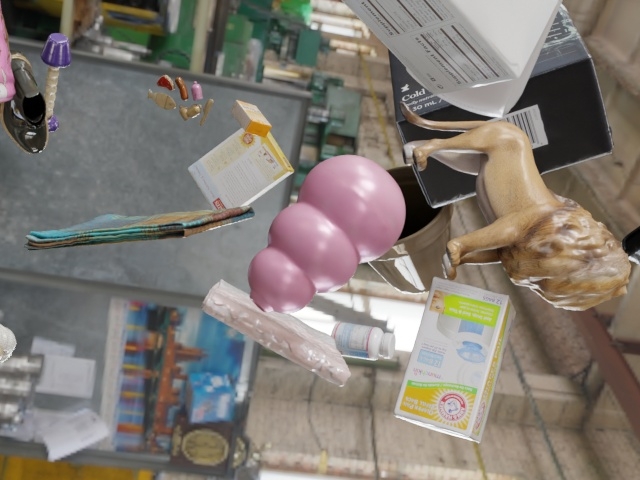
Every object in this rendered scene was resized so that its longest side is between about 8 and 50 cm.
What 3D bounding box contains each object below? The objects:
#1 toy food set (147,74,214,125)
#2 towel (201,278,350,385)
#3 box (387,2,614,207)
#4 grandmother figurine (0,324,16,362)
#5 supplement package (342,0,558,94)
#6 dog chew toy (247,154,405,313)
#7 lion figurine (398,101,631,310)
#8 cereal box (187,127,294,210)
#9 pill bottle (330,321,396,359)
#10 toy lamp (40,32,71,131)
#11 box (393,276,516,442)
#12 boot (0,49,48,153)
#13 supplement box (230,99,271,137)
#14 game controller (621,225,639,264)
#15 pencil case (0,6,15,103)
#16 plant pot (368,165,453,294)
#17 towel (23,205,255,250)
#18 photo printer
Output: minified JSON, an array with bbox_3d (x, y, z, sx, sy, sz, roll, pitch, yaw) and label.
[{"bbox_3d":[-0.259,-0.271,1.556,0.077,0.122,0.019,-60,176,24],"label":"toy food set"},{"bbox_3d":[-0.097,0.190,1.803,0.053,0.332,0.317,-61,-175,2],"label":"towel"},{"bbox_3d":[0.450,-0.392,2.176,0.471,0.480,0.297,-89,156,-52],"label":"box"},{"bbox_3d":[-0.677,0.242,1.460,0.208,0.104,0.342,-30,-175,31],"label":"grandmother figurine"},{"bbox_3d":[0.170,-0.340,0.959,0.145,0.204,0.261,0,-124,56],"label":"supplement package"},{"bbox_3d":[0.000,0.000,1.513,0.332,0.206,0.206,-46,180,-13],"label":"dog chew toy"},{"bbox_3d":[0.270,-0.069,1.195,0.142,0.240,0.392,77,-2,-66],"label":"lion figurine"},{"bbox_3d":[-0.212,-0.186,2.191,0.173,0.240,0.047,59,16,7],"label":"cereal box"},{"bbox_3d":[0.112,0.266,2.170,0.087,0.160,0.087,6,90,-69],"label":"pill bottle"},{"bbox_3d":[-0.700,-0.412,2.166,0.080,0.080,0.274,-90,-162,-48],"label":"toy lamp"},{"bbox_3d":[0.193,0.171,1.173,0.203,0.114,0.103,-71,157,-11],"label":"box"},{"bbox_3d":[-0.487,-0.199,1.386,0.137,0.077,0.197,50,-24,37],"label":"boot"},{"bbox_3d":[-0.169,-0.295,2.008,0.036,0.062,0.098,-57,-134,23],"label":"supplement box"},{"bbox_3d":[0.574,-0.034,1.173,0.319,0.167,0.067,123,-37,-62],"label":"game controller"},{"bbox_3d":[-0.555,-0.370,1.197,0.160,0.167,0.385,-133,-146,-69],"label":"pencil case"},{"bbox_3d":[0.245,-0.003,2.359,0.323,0.323,0.280,-90,160,-49],"label":"plant pot"},{"bbox_3d":[-0.352,-0.030,1.635,0.271,0.371,0.040,-24,108,-64],"label":"towel"},{"bbox_3d":[0.315,-0.409,1.666,0.107,0.256,0.307,-45,159,-45],"label":"photo printer"}]
